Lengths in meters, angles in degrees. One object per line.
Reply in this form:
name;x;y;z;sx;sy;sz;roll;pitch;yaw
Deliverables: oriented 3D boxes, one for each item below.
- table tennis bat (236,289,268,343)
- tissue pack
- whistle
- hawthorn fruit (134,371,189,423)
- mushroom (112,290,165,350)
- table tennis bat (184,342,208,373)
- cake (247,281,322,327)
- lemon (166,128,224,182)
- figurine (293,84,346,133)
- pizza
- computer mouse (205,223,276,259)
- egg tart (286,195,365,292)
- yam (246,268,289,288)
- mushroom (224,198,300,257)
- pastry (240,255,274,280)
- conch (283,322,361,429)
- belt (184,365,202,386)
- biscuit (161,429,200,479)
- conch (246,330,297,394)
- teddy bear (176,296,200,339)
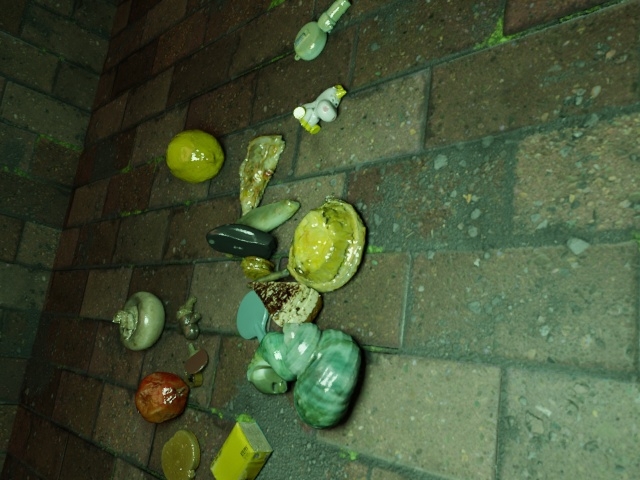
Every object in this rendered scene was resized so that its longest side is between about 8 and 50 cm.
table tennis bat;-0.193;0.251;1.663;0.149;0.038;0.237;-55;40;15
tissue pack;-0.223;0.607;1.523;0.169;0.082;0.120;-58;44;13
whistle;-0.003;-0.691;1.789;0.258;0.067;0.126;-41;51;26
hawthorn fruit;-0.532;0.526;1.827;0.179;0.173;0.173;12;85;50
mushroom;-0.690;0.303;2.064;0.226;0.178;0.226;-14;72;51
table tennis bat;-0.424;0.394;1.846;0.087;0.013;0.156;-38;33;-6
cake;-0.096;0.151;1.542;0.135;0.112;0.246;-46;30;-2
lemon;-0.469;-0.313;2.041;0.260;0.204;0.204;11;83;47
figurine;0.003;-0.408;1.665;0.178;0.109;0.129;-25;36;35
pizza;-0.223;-0.221;1.842;0.189;0.071;0.296;16;88;48
computer mouse;-0.241;-0.001;1.680;0.122;0.217;0.073;118;166;-54
egg tart;0.000;0.000;1.496;0.291;0.107;0.290;-18;63;41
yam;-0.163;0.118;1.624;0.234;0.027;0.029;-23;77;52
mushroom;-0.201;-0.054;1.749;0.333;0.087;0.107;-34;55;29
pastry;-0.190;0.086;1.673;0.097;0.109;0.057;96;-176;-65
conch;-0.001;0.312;1.341;0.220;0.195;0.277;-34;90;18
belt;-0.424;0.457;1.829;0.083;0.036;0.059;40;112;47
biscuit;-0.437;0.698;1.745;0.170;0.050;0.170;-11;73;37
conch;-0.109;0.330;1.480;0.188;0.122;0.175;-14;92;44
teddy bear;-0.470;0.273;1.915;0.119;0.078;0.160;-42;48;23
